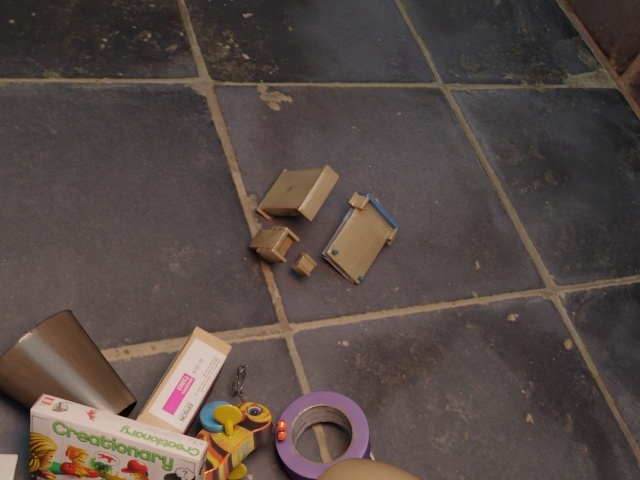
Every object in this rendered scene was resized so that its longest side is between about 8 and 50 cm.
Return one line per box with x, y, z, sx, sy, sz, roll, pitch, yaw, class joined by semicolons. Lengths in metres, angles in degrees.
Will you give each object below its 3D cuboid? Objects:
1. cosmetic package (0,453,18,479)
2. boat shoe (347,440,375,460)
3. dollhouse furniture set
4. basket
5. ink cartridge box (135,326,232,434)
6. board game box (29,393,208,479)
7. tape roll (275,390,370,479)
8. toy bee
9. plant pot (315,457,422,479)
-0.589;0.484;1.240;0.117;0.085;0.231;8;51;-15;cosmetic package
0.082;0.508;1.497;0.065;0.075;0.206;-1;60;-26;boat shoe
0.000;0.000;1.847;0.303;0.198;0.286;43;68;-28;dollhouse furniture set
-0.475;0.275;1.402;0.227;0.154;0.204;41;49;6;basket
-0.275;0.314;1.419;0.088;0.193;0.234;30;51;0;ink cartridge box
-0.358;0.396;1.286;0.305;0.193;0.053;14;26;5;board game box
0.007;0.408;1.492;0.189;0.080;0.189;-3;51;4;tape roll
-0.155;0.365;1.421;0.162;0.195;0.298;12;57;19;toy bee
0.079;0.513;1.341;0.284;0.284;0.191;-15;39;-30;plant pot
